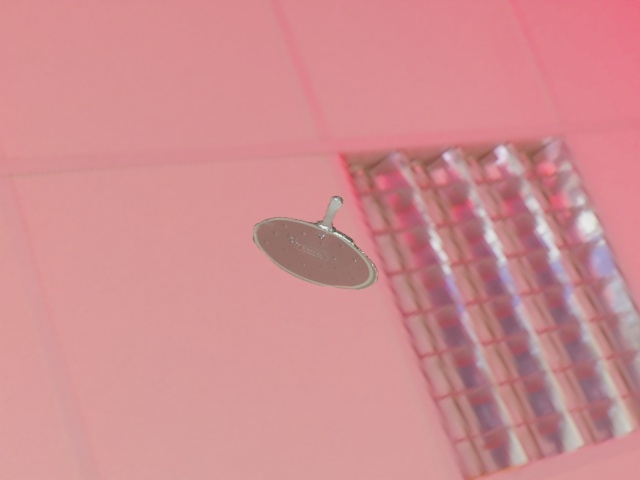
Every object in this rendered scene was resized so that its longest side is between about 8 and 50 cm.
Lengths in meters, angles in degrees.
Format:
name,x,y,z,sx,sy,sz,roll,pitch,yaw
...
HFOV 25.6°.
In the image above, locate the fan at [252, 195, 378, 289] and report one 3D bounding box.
name,x,y,z,sx,sy,sz,roll,pitch,yaw
fan,0.000,0.000,0.865,0.085,0.133,0.005,22,-115,1
